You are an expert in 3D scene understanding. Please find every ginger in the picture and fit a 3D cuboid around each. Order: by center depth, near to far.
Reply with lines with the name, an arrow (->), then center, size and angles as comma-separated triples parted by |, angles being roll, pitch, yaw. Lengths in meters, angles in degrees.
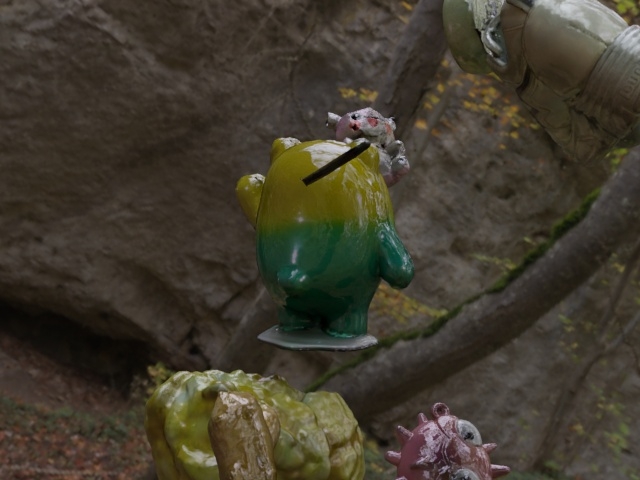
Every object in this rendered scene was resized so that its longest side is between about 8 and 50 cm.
ginger -> -0.075, 0.301, 0.842 | 0.065, 0.298, 0.118 | -26, -40, 25

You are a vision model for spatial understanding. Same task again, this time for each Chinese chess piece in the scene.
Chinese chess piece -> 0.244, -0.329, 1.211 | 0.058, 0.144, 0.144 | -8, -37, 35

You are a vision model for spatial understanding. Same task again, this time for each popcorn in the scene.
popcorn -> -0.101, 0.355, 1.213 | 0.334, 0.292, 0.293 | 6, -6, 12

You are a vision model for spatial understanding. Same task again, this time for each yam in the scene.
yam -> 0.019, -0.096, 0.981 | 0.107, 0.014, 0.014 | -29, -53, 27

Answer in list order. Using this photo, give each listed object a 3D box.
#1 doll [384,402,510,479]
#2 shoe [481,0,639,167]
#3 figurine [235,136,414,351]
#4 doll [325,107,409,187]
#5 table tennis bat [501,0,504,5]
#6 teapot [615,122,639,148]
doll -> 0.207, 0.397, 1.297 | 0.211, 0.262, 0.093 | 10, -34, -1
shoe -> 0.289, -0.206, 0.928 | 0.210, 0.132, 0.342 | 38, 5, 11
figurine -> 0.000, 0.000, 1.275 | 0.324, 0.340, 0.231 | 2, 4, 26
doll -> 0.091, -0.173, 1.465 | 0.149, 0.192, 0.095 | 1, -38, -16
table tennis bat -> 0.354, -0.480, 1.516 | 0.369, 0.224, 0.054 | 35, -26, -7
teapot -> 0.600, -0.284, 1.399 | 0.183, 0.251, 0.183 | 51, 24, -34
